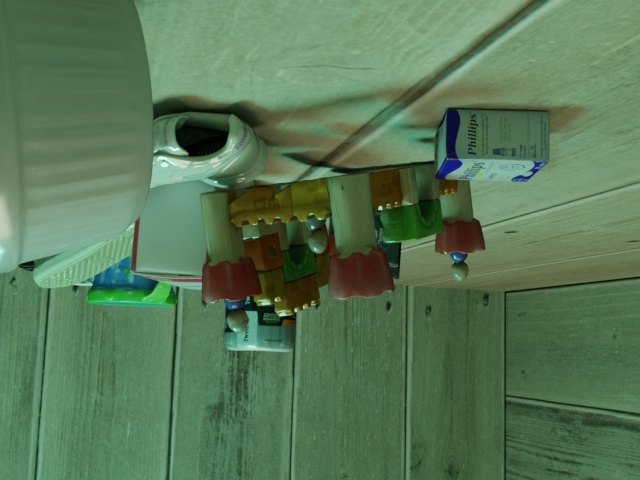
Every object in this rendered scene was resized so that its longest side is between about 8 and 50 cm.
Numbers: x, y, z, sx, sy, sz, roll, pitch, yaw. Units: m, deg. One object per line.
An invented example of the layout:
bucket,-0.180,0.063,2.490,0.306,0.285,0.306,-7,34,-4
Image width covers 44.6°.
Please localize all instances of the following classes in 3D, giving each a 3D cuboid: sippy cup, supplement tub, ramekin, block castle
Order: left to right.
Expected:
ramekin,-0.228,-0.113,0.645,0.127,0.273,0.273,-8,177,-26
sippy cup,-0.505,0.063,2.120,0.305,0.224,0.240,1,173,11
supplement tub,-0.171,0.152,2.269,0.207,0.338,0.207,1,172,0
block castle,0.044,0.003,1.207,0.303,0.213,0.453,-4,-174,30

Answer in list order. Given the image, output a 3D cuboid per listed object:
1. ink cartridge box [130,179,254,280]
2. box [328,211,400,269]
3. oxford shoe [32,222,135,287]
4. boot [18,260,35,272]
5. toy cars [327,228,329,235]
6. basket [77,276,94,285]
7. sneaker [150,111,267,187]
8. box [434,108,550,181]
ink cartridge box,-0.202,-0.034,1.310,0.131,0.226,0.306,2,172,5
box,0.098,-0.012,1.625,0.143,0.165,0.270,1,173,6
oxford shoe,-0.409,-0.038,1.585,0.449,0.130,0.169,-23,163,18
boot,-0.774,0.001,2.041,0.377,0.138,0.284,-9,168,39
toy cars,0.000,0.000,1.852,0.087,0.176,0.394,44,-155,25
basket,-0.715,0.043,2.268,0.113,0.167,0.103,8,176,-38
sneaker,-0.235,-0.133,1.093,0.305,0.114,0.152,-7,165,6
box,0.232,-0.128,1.075,0.137,0.072,0.126,2,172,2
